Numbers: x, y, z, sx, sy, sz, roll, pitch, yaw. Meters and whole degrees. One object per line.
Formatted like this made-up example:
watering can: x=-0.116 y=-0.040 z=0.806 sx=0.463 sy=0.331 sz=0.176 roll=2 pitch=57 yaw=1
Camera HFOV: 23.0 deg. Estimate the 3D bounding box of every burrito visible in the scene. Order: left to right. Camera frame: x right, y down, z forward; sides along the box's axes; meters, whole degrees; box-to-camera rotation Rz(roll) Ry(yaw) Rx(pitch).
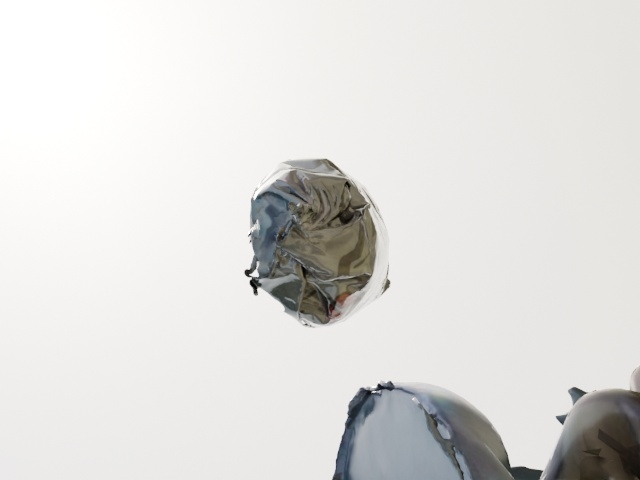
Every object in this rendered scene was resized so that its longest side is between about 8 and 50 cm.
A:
burrito: x=0.000 y=0.000 z=1.226 sx=0.445 sy=0.101 sz=0.139 roll=-26 pitch=-82 yaw=-87

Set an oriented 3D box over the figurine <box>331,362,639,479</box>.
figurine: x=0.205 y=0.148 z=0.659 sx=0.388 sy=0.248 sz=0.277 roll=-6 pitch=-106 yaw=-19
